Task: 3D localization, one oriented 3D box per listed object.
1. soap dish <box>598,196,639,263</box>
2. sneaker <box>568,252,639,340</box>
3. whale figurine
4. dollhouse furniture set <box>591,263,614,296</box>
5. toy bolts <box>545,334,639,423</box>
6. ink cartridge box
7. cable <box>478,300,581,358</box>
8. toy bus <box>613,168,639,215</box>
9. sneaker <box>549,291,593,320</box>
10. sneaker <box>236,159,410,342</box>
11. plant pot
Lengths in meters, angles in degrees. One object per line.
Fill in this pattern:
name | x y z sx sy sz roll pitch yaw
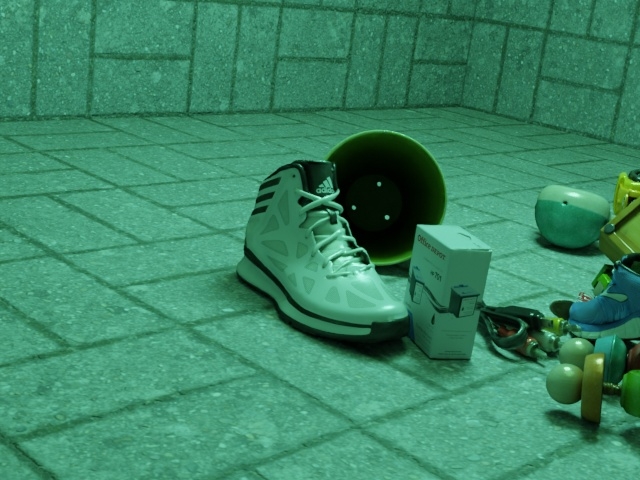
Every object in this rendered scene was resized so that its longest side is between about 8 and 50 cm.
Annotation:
soap dish | 0.709 0.011 1.937 0.118 0.229 0.291 43 10 -40
sneaker | 0.545 0.099 1.687 0.129 0.147 0.330 3 -10 -22
whale figurine | 0.620 -0.039 2.396 0.216 0.141 0.272 16 -6 27
dollhouse furniture set | 0.603 0.116 1.993 0.076 0.059 0.152 9 34 -20
toy bolts | 0.436 0.163 1.489 0.158 0.218 0.228 6 -3 19
ink cartridge box | 0.206 0.083 1.633 0.082 0.191 0.139 1 17 -20
cable | 0.309 0.153 1.736 0.139 0.072 0.287 -26 20 -33
toy bus | 0.890 -0.077 2.606 0.220 0.149 0.211 9 32 15
sneaker | 0.482 0.125 1.873 0.118 0.042 0.067 11 19 -14
sneaker | -0.001 0.000 1.710 0.169 0.258 0.447 -5 20 -36
plant pot | 0.118 -0.088 2.125 0.274 0.275 0.293 7 1 0
